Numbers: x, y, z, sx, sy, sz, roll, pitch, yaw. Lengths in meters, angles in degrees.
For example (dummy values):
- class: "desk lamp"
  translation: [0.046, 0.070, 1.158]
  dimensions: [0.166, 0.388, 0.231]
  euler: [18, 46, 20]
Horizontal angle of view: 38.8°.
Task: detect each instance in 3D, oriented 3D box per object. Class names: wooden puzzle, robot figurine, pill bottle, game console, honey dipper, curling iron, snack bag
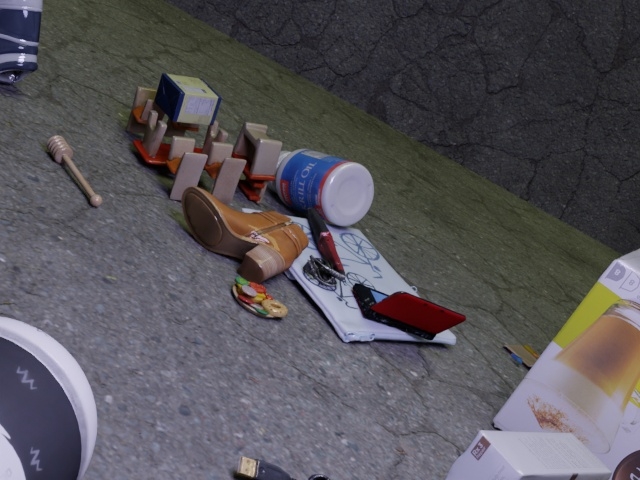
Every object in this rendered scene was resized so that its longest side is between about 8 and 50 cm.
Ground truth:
- class: "wooden puzzle"
  translation: [0.398, 0.227, 1.778]
  dimensions: [0.116, 0.014, 0.078]
  euler: [12, 22, -47]
- class: "robot figurine"
  translation: [-0.263, 0.158, 0.606]
  dimensions: [0.278, 0.173, 0.209]
  euler: [-60, 134, -72]
- class: "pill bottle"
  translation: [-0.010, -0.110, 1.767]
  dimensions: [0.124, 0.124, 0.221]
  euler: [16, 3, -41]
- class: "game console"
  translation: [0.143, 0.100, 1.478]
  dimensions: [0.144, 0.085, 0.124]
  euler: [23, 23, -28]
- class: "honey dipper"
  translation: [-0.368, -0.101, 1.363]
  dimensions: [0.030, 0.030, 0.161]
  euler: [11, 31, -49]
- class: "curling iron"
  translation: [0.000, 0.000, 1.561]
  dimensions: [0.068, 0.035, 0.274]
  euler: [27, 21, -17]
- class: "snack bag"
  translation: [0.054, 0.071, 1.587]
  dimensions: [0.323, 0.037, 0.342]
  euler: [10, 31, -48]

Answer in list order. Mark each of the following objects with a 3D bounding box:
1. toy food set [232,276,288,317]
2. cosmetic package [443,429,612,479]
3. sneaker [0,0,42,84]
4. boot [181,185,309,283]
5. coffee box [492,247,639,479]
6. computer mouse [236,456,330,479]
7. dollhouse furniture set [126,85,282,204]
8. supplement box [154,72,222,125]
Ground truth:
- class: "toy food set"
  translation: [-0.092, 0.085, 1.326]
  dimensions: [0.082, 0.020, 0.083]
  euler: [17, 23, -39]
- class: "cosmetic package"
  translation: [0.259, 0.310, 1.151]
  dimensions: [0.231, 0.117, 0.085]
  euler: [11, 26, -46]
- class: "sneaker"
  translation: [-0.599, -0.346, 1.553]
  dimensions: [0.282, 0.153, 0.099]
  euler: [6, 11, 22]
- class: "boot"
  translation: [-0.118, -0.025, 1.448]
  dimensions: [0.197, 0.073, 0.152]
  euler: [48, 36, 4]
- class: "coffee box"
  translation: [0.540, 0.241, 1.439]
  dimensions: [0.337, 0.334, 0.338]
  euler: [39, 21, 20]
- class: "computer mouse"
  translation: [-0.055, 0.258, 0.856]
  dimensions: [0.262, 0.060, 0.184]
  euler: [20, 22, -34]
- class: "dollhouse furniture set"
  translation: [-0.210, -0.149, 1.652]
  dimensions: [0.259, 0.135, 0.262]
  euler: [4, 30, -34]
- class: "supplement box"
  translation: [-0.233, -0.248, 1.598]
  dimensions: [0.083, 0.056, 0.083]
  euler: [1, 32, -38]
